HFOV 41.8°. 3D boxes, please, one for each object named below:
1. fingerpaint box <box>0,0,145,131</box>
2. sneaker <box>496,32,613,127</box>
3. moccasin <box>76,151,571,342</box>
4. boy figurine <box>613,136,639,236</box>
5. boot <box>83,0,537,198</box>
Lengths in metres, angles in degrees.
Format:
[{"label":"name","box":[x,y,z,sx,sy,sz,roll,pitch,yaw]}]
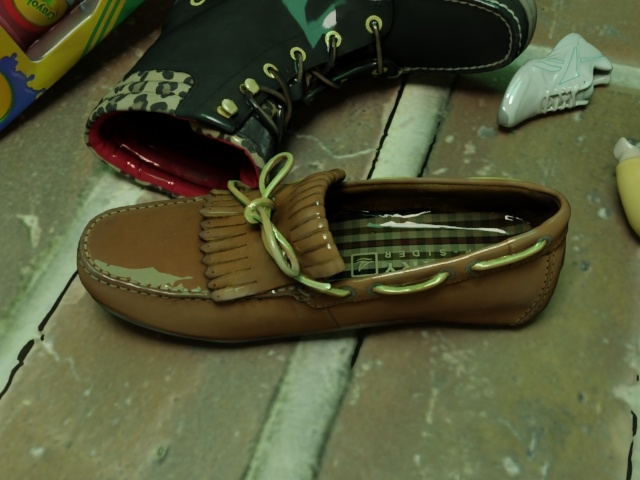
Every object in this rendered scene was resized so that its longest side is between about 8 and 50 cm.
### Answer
[{"label":"fingerpaint box","box":[-0.323,-0.334,0.692,0.371,0.445,0.163,-45,62,-10]},{"label":"sneaker","box":[0.234,-0.154,0.830,0.152,0.053,0.061,-38,62,-25]},{"label":"moccasin","box":[0.000,0.003,0.651,0.380,0.147,0.139,3,51,5]},{"label":"boy figurine","box":[0.333,-0.040,0.712,0.177,0.092,0.285,22,52,15]},{"label":"boot","box":[-0.013,-0.157,0.786,0.378,0.138,0.284,14,52,18]}]
